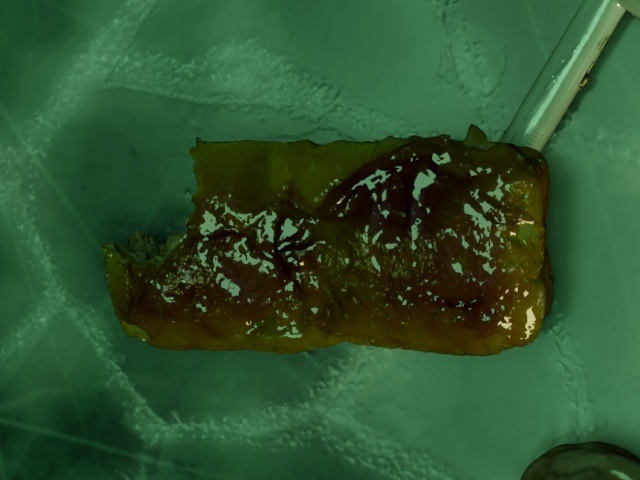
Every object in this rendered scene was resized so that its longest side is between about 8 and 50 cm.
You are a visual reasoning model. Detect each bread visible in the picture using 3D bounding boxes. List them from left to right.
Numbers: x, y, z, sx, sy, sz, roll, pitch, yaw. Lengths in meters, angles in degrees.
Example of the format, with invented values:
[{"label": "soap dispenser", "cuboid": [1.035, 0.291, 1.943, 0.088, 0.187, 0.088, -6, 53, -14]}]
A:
[{"label": "bread", "cuboid": [0.000, 0.000, 1.431, 0.380, 0.109, 0.185, -1, 105, 19]}]

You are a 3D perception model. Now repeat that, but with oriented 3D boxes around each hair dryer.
[{"label": "hair dryer", "cuboid": [0.199, -0.158, 1.415, 0.131, 0.073, 0.236, 33, 109, 14]}]

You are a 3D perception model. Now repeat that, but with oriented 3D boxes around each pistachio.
[{"label": "pistachio", "cuboid": [0.241, 0.234, 1.389, 0.185, 0.108, 0.126, 35, 124, 5]}]
